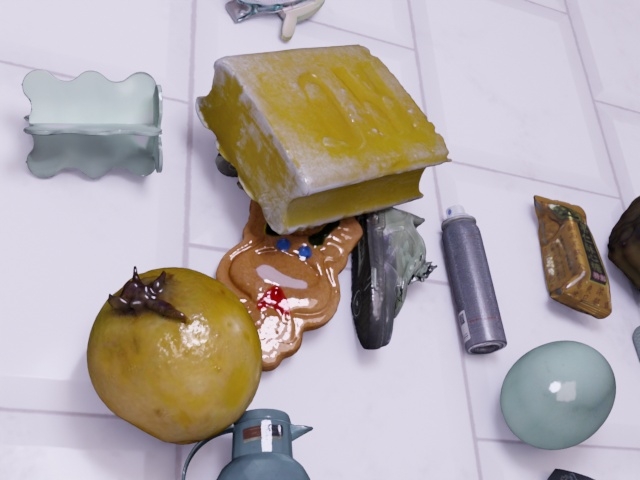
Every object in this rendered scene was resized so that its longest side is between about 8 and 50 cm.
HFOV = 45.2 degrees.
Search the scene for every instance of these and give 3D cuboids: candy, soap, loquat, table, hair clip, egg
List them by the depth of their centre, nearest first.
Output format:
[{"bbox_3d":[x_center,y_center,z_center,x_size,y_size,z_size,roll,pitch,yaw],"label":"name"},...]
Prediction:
[{"bbox_3d":[-0.193,0.144,1.017,0.244,0.244,0.244,12,58,-20],"label":"loquat"},{"bbox_3d":[-0.351,-0.177,1.179,0.198,0.166,0.167,-3,64,-20],"label":"table"},{"bbox_3d":[0.006,-0.179,1.276,0.335,0.156,0.293,-15,65,-38],"label":"soap"},{"bbox_3d":[0.401,0.256,1.291,0.231,0.168,0.168,-21,73,-38],"label":"egg"},{"bbox_3d":[0.494,0.020,1.523,0.143,0.101,0.271,21,49,-22],"label":"candy"},{"bbox_3d":[-0.078,-0.476,1.537,0.218,0.071,0.159,-19,75,-28],"label":"hair clip"}]

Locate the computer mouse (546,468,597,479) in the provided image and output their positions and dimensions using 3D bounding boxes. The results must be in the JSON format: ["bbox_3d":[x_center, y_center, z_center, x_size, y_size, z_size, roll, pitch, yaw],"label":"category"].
[{"bbox_3d":[0.465,0.463,1.265,0.231,0.071,0.126,39,53,-3],"label":"computer mouse"}]

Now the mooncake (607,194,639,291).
[{"bbox_3d":[0.719,-0.026,1.543,0.161,0.290,0.290,42,52,3],"label":"mooncake"}]

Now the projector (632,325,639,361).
[{"bbox_3d":[0.763,0.171,1.472,0.198,0.250,0.108,4,61,-24],"label":"projector"}]

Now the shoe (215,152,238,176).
[{"bbox_3d":[-0.133,-0.179,1.340,0.169,0.071,0.099,-31,76,-40],"label":"shoe"}]

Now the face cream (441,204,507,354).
[{"bbox_3d":[0.273,0.065,1.397,0.073,0.073,0.284,5,61,-24],"label":"face cream"}]

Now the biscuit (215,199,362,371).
[{"bbox_3d":[-0.058,0.052,1.231,0.202,0.047,0.334,22,59,1],"label":"biscuit"}]

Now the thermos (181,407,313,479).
[{"bbox_3d":[-0.091,0.366,1.002,0.182,0.145,0.287,1,59,-11],"label":"thermos"}]

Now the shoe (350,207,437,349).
[{"bbox_3d":[0.134,0.055,1.306,0.149,0.109,0.293,10,54,-15],"label":"shoe"}]
